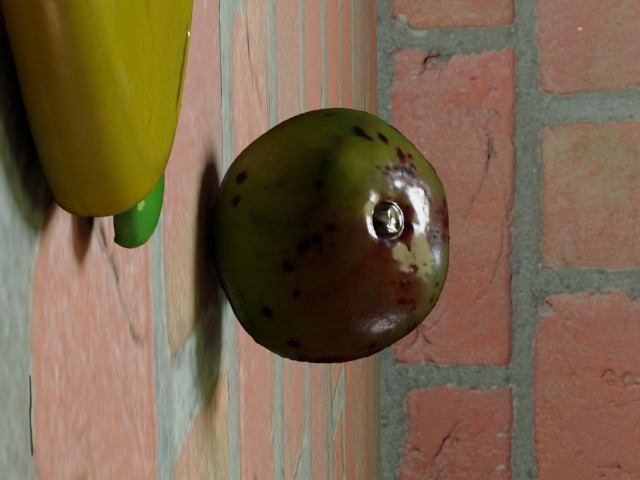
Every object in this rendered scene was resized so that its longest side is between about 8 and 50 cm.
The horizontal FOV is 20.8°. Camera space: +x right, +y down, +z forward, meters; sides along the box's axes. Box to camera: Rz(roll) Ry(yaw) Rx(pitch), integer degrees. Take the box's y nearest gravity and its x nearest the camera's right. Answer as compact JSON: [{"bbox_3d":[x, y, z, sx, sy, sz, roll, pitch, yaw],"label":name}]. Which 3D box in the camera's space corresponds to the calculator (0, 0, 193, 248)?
[{"bbox_3d":[-0.063,-0.093,0.492,0.235,0.032,0.146,82,9,-49],"label":"calculator"}]

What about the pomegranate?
[{"bbox_3d":[0.006,0.000,0.854,0.130,0.130,0.130,0,90,-86],"label":"pomegranate"}]
